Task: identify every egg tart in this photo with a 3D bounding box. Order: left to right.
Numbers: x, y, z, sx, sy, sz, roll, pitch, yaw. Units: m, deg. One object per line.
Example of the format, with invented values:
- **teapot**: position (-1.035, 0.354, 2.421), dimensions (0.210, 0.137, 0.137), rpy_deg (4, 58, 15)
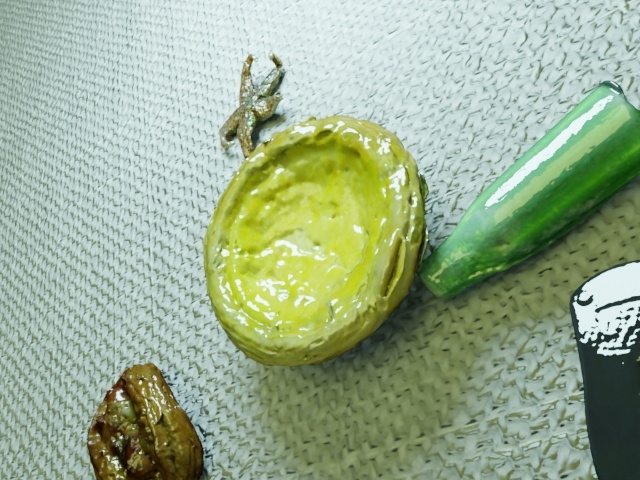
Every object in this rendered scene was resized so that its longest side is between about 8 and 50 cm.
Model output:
- **egg tart**: position (0.000, 0.000, 0.764), dimensions (0.345, 0.132, 0.346), rpy_deg (-13, 64, 29)

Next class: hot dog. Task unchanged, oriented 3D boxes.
- **hot dog**: position (-0.259, 0.280, 0.842), dimensions (0.161, 0.099, 0.227), rpy_deg (-52, 49, 3)

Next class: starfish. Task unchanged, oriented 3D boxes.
- **starfish**: position (-0.115, -0.224, 1.005), dimensions (0.150, 0.053, 0.210), rpy_deg (-15, 66, 42)

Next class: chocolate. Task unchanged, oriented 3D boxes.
- **chocolate**: position (0.234, -0.039, 0.651), dimensions (0.291, 0.110, 0.110), rpy_deg (-42, 53, 15)

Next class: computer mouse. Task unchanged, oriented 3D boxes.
- **computer mouse**: position (0.314, 0.145, 0.521), dimensions (0.137, 0.086, 0.270), rpy_deg (-21, 47, 36)
